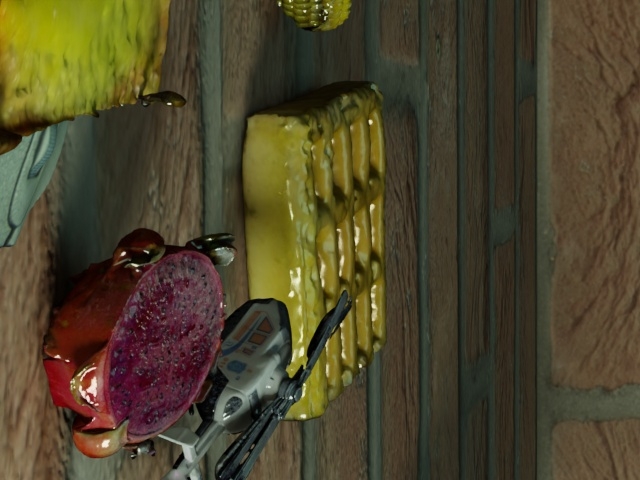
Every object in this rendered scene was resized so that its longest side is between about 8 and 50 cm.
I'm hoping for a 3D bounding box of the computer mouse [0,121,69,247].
[{"bbox_3d":[-0.135,-0.098,0.802,0.113,0.068,0.229,-21,111,-73],"label":"computer mouse"}]

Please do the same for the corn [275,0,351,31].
[{"bbox_3d":[-0.014,-0.238,1.278,0.072,0.072,0.203,-72,159,-50],"label":"corn"}]

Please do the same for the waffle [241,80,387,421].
[{"bbox_3d":[0.000,0.000,1.368,0.248,0.055,0.221,-34,123,-72],"label":"waffle"}]

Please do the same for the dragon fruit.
[{"bbox_3d":[-0.104,0.049,0.948,0.112,0.068,0.126,9,95,-59],"label":"dragon fruit"}]

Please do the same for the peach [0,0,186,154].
[{"bbox_3d":[-0.143,-0.112,0.593,0.267,0.154,0.159,-44,141,-72],"label":"peach"}]

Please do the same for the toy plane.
[{"bbox_3d":[-0.055,0.095,1.117,0.197,0.078,0.053,-56,149,-40],"label":"toy plane"}]
